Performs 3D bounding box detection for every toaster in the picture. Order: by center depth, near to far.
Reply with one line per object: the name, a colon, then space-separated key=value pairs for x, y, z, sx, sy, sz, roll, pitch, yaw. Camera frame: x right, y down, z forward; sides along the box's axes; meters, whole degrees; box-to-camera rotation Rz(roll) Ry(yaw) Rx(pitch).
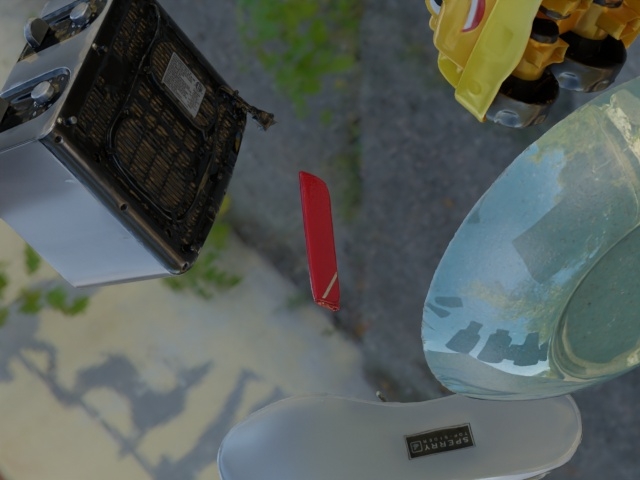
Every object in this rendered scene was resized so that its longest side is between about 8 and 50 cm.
toaster: x=-0.141 y=-0.071 z=1.138 sx=0.110 sy=0.168 sz=0.185 roll=-11 pitch=136 yaw=35

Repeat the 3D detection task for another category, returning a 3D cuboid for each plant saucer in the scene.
plant saucer: x=0.136 y=0.012 z=0.727 sx=0.037 sy=0.195 sz=0.195 roll=52 pitch=162 yaw=36

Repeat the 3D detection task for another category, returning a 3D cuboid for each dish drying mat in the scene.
dish drying mat: x=0.000 y=0.000 z=0.998 sx=0.008 sy=0.083 sz=0.032 roll=-15 pitch=160 yaw=27

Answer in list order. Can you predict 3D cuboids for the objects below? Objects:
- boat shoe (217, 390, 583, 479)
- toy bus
boat shoe: x=0.068 y=0.182 z=1.392 sx=0.105 sy=0.306 sz=0.113 roll=84 pitch=173 yaw=-67
toy bus: x=0.119 y=-0.202 z=1.082 sx=0.211 sy=0.220 sz=0.149 roll=40 pitch=129 yaw=17
